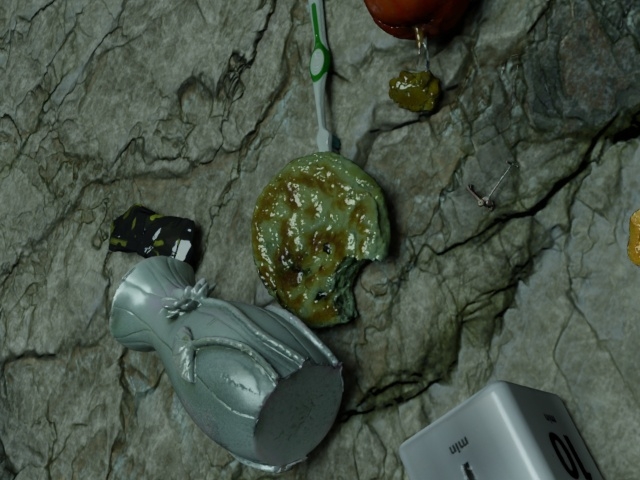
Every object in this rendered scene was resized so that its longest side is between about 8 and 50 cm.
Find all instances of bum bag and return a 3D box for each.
[{"bbox_3d":[-0.314,-0.007,2.327,0.232,0.060,0.107,18,80,37],"label":"bum bag"}]

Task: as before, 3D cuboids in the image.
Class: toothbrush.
[{"bbox_3d":[-0.003,-0.320,2.184,0.042,0.040,0.418,-21,66,34],"label":"toothbrush"}]

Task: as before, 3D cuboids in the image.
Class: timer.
[{"bbox_3d":[0.256,0.329,1.709,0.194,0.192,0.195,-39,57,23],"label":"timer"}]

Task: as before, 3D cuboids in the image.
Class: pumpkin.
[{"bbox_3d":[0.458,-0.004,1.750,0.050,0.028,0.083,16,97,38],"label":"pumpkin"}]

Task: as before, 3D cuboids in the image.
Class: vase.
[{"bbox_3d":[-0.169,0.189,2.063,0.445,0.250,0.250,31,97,42],"label":"vase"}]

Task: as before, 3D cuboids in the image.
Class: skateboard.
[{"bbox_3d":[0.265,-0.095,1.927,0.083,0.032,0.064,-54,42,17],"label":"skateboard"}]

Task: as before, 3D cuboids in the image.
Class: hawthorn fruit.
[{"bbox_3d":[0.157,-0.411,1.990,0.211,0.211,0.299,-15,78,34],"label":"hawthorn fruit"}]

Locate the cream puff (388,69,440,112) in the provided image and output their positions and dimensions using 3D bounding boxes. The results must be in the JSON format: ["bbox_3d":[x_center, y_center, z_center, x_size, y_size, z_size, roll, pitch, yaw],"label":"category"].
[{"bbox_3d":[0.155,-0.247,2.036,0.083,0.083,0.058,-40,15,36],"label":"cream puff"}]

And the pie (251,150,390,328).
[{"bbox_3d":[-0.005,-0.005,2.072,0.302,0.066,0.303,-4,84,42],"label":"pie"}]
